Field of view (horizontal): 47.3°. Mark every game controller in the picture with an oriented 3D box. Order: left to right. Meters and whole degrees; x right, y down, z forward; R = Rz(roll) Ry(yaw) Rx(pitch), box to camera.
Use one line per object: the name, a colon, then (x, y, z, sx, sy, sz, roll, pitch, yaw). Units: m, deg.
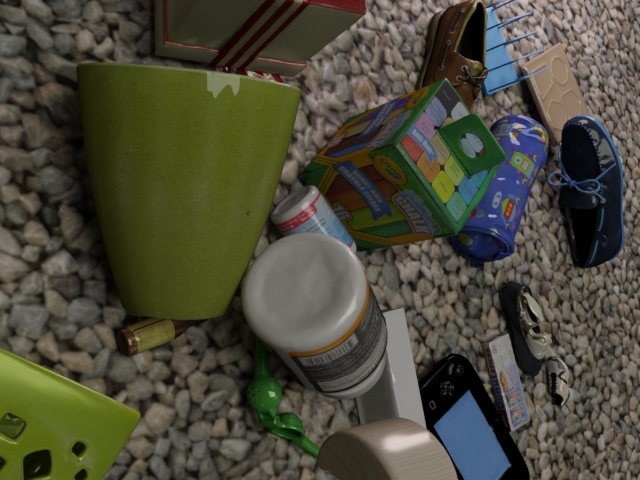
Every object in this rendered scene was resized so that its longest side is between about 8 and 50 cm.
game controller: (0.263, 0.363, 1.298, 0.166, 0.067, 0.319, -40, 107, -36)

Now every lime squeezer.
lime squeezer: (-0.056, 0.245, 1.087, 0.310, 0.059, 0.110, 63, 20, -11)

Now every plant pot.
plant pot: (-0.358, 0.211, 0.741, 0.227, 0.228, 0.207, 34, 70, -29)
plant pot: (-0.172, -0.057, 0.928, 0.275, 0.275, 0.293, -1, 99, -38)

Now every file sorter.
file sorter: (0.381, -0.404, 1.500, 0.118, 0.104, 0.170, -27, 100, -37)

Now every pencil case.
pencil case: (0.350, -0.097, 1.410, 0.133, 0.119, 0.306, 28, 64, -5)

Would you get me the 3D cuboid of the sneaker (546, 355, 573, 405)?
sneaker: (0.490, 0.292, 1.507, 0.044, 0.040, 0.109, -25, 97, -36)

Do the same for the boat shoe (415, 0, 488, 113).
boat shoe: (0.257, -0.316, 1.385, 0.110, 0.104, 0.307, 13, 74, -36)

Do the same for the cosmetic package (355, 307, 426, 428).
cosmetic package: (0.106, 0.232, 1.176, 0.060, 0.099, 0.239, -9, 89, -39)

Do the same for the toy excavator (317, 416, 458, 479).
toy excavator: (-0.008, 0.415, 0.832, 0.222, 0.445, 0.433, -3, 84, -39)

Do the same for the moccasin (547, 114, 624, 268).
moccasin: (0.577, -0.094, 1.567, 0.117, 0.138, 0.342, -27, 108, -24)

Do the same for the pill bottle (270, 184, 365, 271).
pill bottle: (0.000, 0.000, 1.139, 0.160, 0.087, 0.087, 54, 55, -17)

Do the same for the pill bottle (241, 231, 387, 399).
pill bottle: (0.005, 0.118, 1.008, 0.278, 0.162, 0.162, 64, 40, -60)

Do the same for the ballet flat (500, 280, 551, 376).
ballet flat: (0.415, 0.176, 1.449, 0.074, 0.074, 0.203, -22, 96, -39)

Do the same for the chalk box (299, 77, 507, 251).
chalk box: (0.148, -0.116, 1.146, 0.180, 0.289, 0.179, 51, 56, -20)

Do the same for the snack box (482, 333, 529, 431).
snack box: (0.361, 0.276, 1.418, 0.064, 0.022, 0.178, -15, 92, -40)

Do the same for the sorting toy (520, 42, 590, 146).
sorting toy: (0.528, -0.330, 1.651, 0.208, 0.038, 0.193, -36, 105, -41)

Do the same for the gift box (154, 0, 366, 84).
gift box: (-0.082, -0.368, 1.026, 0.276, 0.258, 0.255, 8, 77, -29)

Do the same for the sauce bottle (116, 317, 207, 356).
sauce bottle: (-0.209, 0.118, 0.983, 0.128, 0.042, 0.042, -17, 93, -38)
